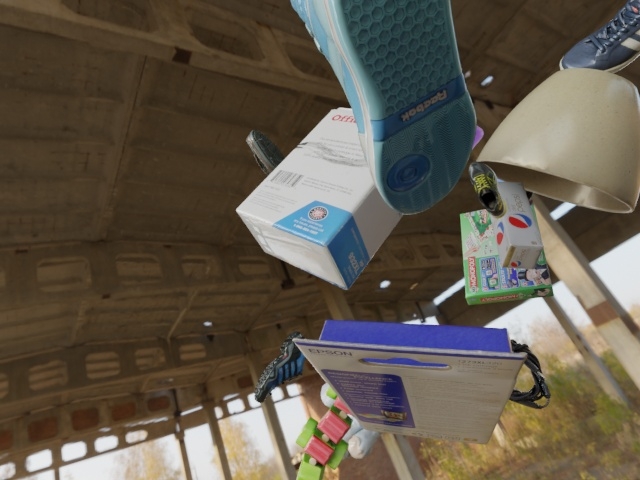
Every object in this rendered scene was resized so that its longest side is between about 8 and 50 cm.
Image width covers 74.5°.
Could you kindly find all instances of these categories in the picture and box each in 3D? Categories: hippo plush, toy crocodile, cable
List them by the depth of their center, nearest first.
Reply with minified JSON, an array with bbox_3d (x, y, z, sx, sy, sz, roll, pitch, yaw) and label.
[{"bbox_3d":[0.040,0.406,0.955,0.341,0.115,0.105,-58,-12,-4],"label":"toy crocodile"},{"bbox_3d":[0.441,0.293,0.960,0.184,0.151,0.047,21,-35,-11],"label":"cable"},{"bbox_3d":[0.115,0.595,1.472,0.293,0.237,0.234,-22,-2,17],"label":"hippo plush"}]

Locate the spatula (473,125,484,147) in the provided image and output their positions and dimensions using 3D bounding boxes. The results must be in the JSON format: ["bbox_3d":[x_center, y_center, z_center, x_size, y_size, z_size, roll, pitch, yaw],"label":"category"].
[{"bbox_3d":[0.243,-0.301,1.006,0.084,0.296,0.030,-52,-27,5],"label":"spatula"}]

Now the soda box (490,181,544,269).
[{"bbox_3d":[0.431,-0.039,0.945,0.069,0.216,0.074,3,-45,7],"label":"soda box"}]

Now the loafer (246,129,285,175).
[{"bbox_3d":[-0.137,-0.207,1.275,0.084,0.096,0.267,-32,-69,30],"label":"loafer"}]

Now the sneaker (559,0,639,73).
[{"bbox_3d":[0.716,-0.507,0.944,0.349,0.131,0.148,-29,-34,22],"label":"sneaker"}]

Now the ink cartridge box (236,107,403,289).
[{"bbox_3d":[0.036,-0.094,0.778,0.308,0.223,0.129,-51,-42,-22],"label":"ink cartridge box"}]

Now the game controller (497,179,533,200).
[{"bbox_3d":[0.638,-0.228,1.435,0.067,0.320,0.167,-2,-36,3],"label":"game controller"}]

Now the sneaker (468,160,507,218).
[{"bbox_3d":[0.217,-0.069,0.549,0.031,0.084,0.035,-32,-21,28],"label":"sneaker"}]

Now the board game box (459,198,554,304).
[{"bbox_3d":[0.519,0.028,1.206,0.213,0.318,0.046,-12,-45,27],"label":"board game box"}]

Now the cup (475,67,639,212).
[{"bbox_3d":[0.548,-0.228,0.926,0.330,0.330,0.237,12,-79,-49],"label":"cup"}]

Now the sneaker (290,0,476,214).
[{"bbox_3d":[0.067,-0.193,0.478,0.126,0.208,0.319,-24,-45,-1],"label":"sneaker"}]

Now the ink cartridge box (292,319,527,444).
[{"bbox_3d":[0.107,0.159,0.470,0.175,0.069,0.371,0,-31,16],"label":"ink cartridge box"}]

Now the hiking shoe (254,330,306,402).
[{"bbox_3d":[-0.134,0.506,1.625,0.304,0.132,0.113,-54,6,-13],"label":"hiking shoe"}]
